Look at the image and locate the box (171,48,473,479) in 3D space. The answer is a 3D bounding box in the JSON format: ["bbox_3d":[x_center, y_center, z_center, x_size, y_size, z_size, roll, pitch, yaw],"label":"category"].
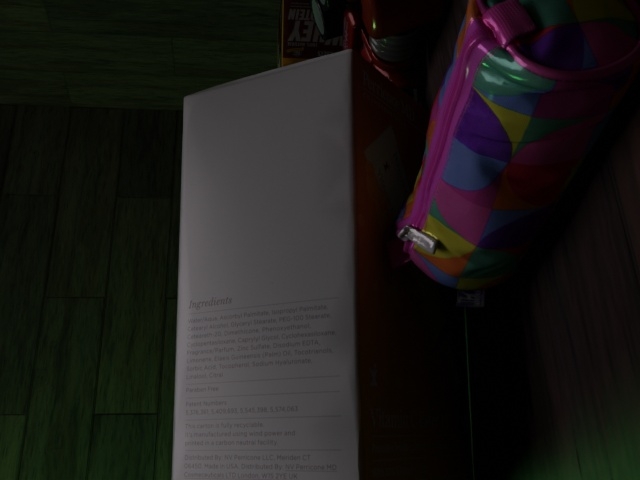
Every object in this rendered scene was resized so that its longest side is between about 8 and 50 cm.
[{"bbox_3d":[0.009,0.053,0.674,0.215,0.168,0.345,21,-115,-57],"label":"box"}]

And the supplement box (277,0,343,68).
[{"bbox_3d":[-0.018,-0.387,1.592,0.194,0.129,0.191,115,156,-75],"label":"supplement box"}]

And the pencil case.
[{"bbox_3d":[0.109,-0.056,0.489,0.236,0.104,0.104,101,168,-55],"label":"pencil case"}]

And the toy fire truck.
[{"bbox_3d":[0.065,-0.211,0.847,0.217,0.158,0.246,93,157,-73],"label":"toy fire truck"}]
